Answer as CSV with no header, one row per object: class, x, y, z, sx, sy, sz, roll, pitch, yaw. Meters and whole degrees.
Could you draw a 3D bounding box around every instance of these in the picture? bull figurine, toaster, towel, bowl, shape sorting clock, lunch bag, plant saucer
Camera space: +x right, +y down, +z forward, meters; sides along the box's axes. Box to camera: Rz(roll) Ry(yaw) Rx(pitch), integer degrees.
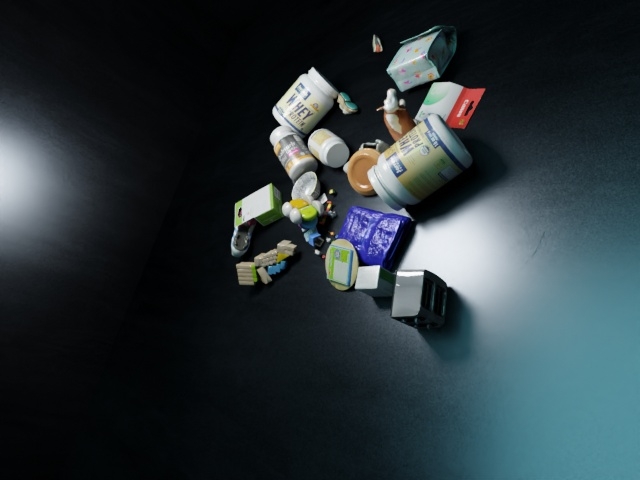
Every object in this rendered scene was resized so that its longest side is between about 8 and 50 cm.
bull figurine,0.314,-0.457,1.576,0.101,0.310,0.188,-18,37,26
toaster,0.311,0.179,1.283,0.110,0.168,0.185,-8,63,42
towel,0.190,-0.021,1.607,0.308,0.076,0.227,19,81,51
bowl,-0.055,-0.246,2.010,0.170,0.080,0.169,-25,51,35
shape sorting clock,0.086,0.097,1.638,0.206,0.041,0.205,2,93,50
lunch bag,0.446,-0.807,1.761,0.224,0.160,0.262,2,57,51
plant saucer,0.193,-0.287,1.715,0.200,0.037,0.199,11,109,36

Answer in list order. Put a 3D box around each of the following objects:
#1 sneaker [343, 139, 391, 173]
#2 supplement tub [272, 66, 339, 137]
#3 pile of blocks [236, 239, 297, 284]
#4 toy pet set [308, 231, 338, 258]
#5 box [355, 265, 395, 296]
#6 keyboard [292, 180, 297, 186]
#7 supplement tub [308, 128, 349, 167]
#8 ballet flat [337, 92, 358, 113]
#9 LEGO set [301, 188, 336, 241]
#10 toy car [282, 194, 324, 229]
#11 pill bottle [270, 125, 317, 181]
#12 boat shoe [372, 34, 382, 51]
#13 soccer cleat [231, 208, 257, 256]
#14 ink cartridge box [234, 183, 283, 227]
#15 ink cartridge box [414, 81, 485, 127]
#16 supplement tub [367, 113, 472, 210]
sneaker,0.192,-0.375,1.791,0.263,0.121,0.099,-19,53,39
supplement tub,-0.077,-0.749,2.224,0.325,0.236,0.235,-44,41,20
pile of blocks,-0.245,0.113,1.995,0.363,0.148,0.113,-26,6,23
toy pet set,0.000,0.000,1.809,0.122,0.065,0.114,-58,39,2
box,0.198,0.149,1.471,0.102,0.101,0.087,-8,62,45
keyboard,-0.118,-0.351,2.192,0.108,0.023,0.180,-40,44,23
supplement tub,0.040,-0.448,1.981,0.144,0.144,0.199,-51,40,11
ballet flat,0.139,-0.694,2.106,0.206,0.073,0.067,-108,31,-46
LEGO set,-0.015,-0.135,1.920,0.244,0.060,0.182,-40,47,23
toy car,-0.076,-0.117,1.867,0.159,0.136,0.182,-23,36,-23
pill bottle,-0.144,-0.454,2.107,0.162,0.162,0.278,-42,64,21
boat shoe,0.301,-1.043,2.154,0.043,0.049,0.136,-1,54,0
soccer cleat,-0.434,-0.057,2.281,0.143,0.116,0.330,128,159,-53
ink cartridge box,-0.338,-0.169,2.216,0.256,0.097,0.188,-25,49,20
ink cartridge box,0.504,-0.536,1.609,0.225,0.056,0.180,25,86,53
supplement tub,0.352,-0.272,1.468,0.316,0.228,0.228,-37,44,26
